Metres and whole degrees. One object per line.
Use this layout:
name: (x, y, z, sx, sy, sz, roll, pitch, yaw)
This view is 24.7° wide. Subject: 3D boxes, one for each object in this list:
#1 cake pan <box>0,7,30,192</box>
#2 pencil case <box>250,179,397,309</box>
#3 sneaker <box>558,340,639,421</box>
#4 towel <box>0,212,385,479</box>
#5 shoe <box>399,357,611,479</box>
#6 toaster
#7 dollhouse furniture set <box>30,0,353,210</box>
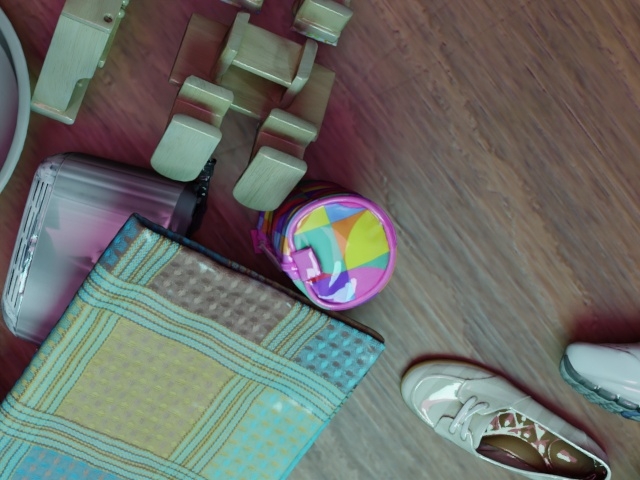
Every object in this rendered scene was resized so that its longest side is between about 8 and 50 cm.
cake pan: (-0.397, -0.114, 1.310, 0.293, 0.054, 0.293, -1, 80, 5)
pencil case: (0.000, 0.000, 1.275, 0.104, 0.236, 0.104, -1, 93, -9)
sneaker: (0.368, 0.116, 1.362, 0.297, 0.111, 0.129, 7, 85, -8)
towel: (-0.148, 0.174, 1.295, 0.271, 0.040, 0.370, 27, 113, -25)
shoe: (0.178, 0.175, 1.377, 0.219, 0.058, 0.076, 26, 96, -3)
toaster: (-0.194, 0.011, 1.323, 0.146, 0.129, 0.227, 17, 100, 0)
dollhouse furniture set: (-0.114, -0.152, 1.286, 0.242, 0.161, 0.212, 21, 61, -11)
